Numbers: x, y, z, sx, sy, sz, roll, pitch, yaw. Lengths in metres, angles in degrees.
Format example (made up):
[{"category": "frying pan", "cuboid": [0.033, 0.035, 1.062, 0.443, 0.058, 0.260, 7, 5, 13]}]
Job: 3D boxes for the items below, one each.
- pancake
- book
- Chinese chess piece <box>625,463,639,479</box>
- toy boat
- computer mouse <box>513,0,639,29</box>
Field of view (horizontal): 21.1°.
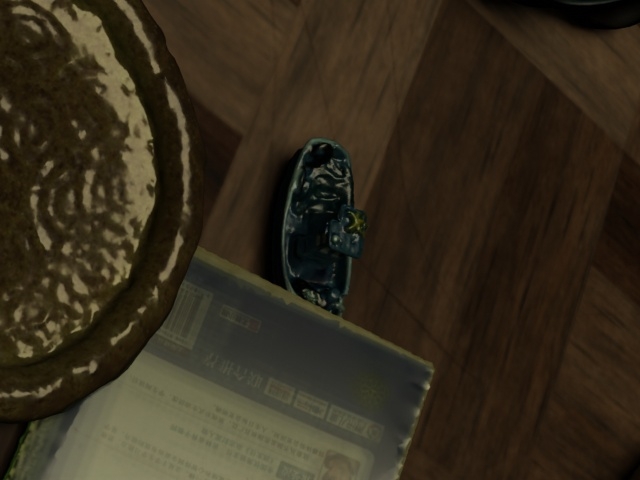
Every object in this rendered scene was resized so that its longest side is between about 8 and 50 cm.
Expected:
[{"category": "pancake", "cuboid": [-0.186, -0.049, 0.975, 0.286, 0.033, 0.288, 46, 58, -20]}, {"category": "book", "cuboid": [-0.075, 0.166, 1.005, 0.228, 0.018, 0.322, 28, 63, -12]}, {"category": "Chinese chess piece", "cuboid": [0.329, 0.270, 1.331, 0.257, 0.104, 0.257, 11, 73, -41]}, {"category": "toy boat", "cuboid": [0.000, 0.000, 1.121, 0.060, 0.061, 0.137, 22, 68, -36]}, {"category": "computer mouse", "cuboid": [0.217, -0.237, 1.330, 0.233, 0.096, 0.137, -7, 88, -50]}]
